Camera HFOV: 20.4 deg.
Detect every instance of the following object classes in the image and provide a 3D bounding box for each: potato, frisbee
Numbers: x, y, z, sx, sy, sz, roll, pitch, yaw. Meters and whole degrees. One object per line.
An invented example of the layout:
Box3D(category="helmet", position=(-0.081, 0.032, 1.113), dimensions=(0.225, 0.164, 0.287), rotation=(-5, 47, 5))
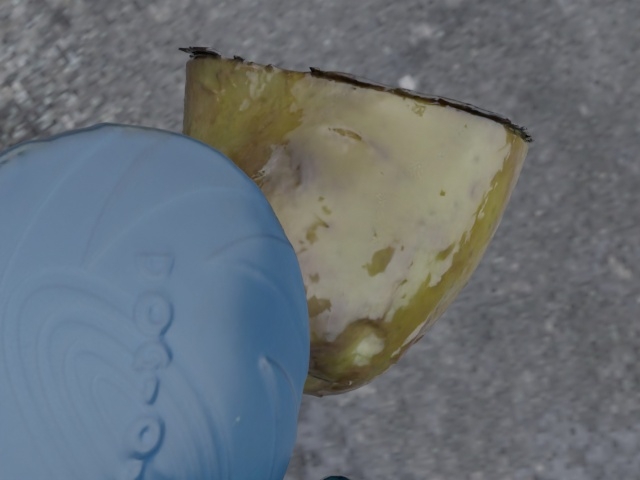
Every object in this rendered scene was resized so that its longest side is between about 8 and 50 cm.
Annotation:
Box3D(category="potato", position=(0.000, 0.000, 1.363), dimensions=(0.289, 0.301, 0.237), rotation=(14, 89, -62))
Box3D(category="frisbee", position=(-0.100, 0.090, 0.816), dimensions=(0.289, 0.049, 0.289), rotation=(-20, 118, -42))

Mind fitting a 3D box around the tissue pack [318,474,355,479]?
Box3D(category="tissue pack", position=(0.014, 0.261, 0.934), dimensions=(0.206, 0.287, 0.198), rotation=(44, 97, 4))
